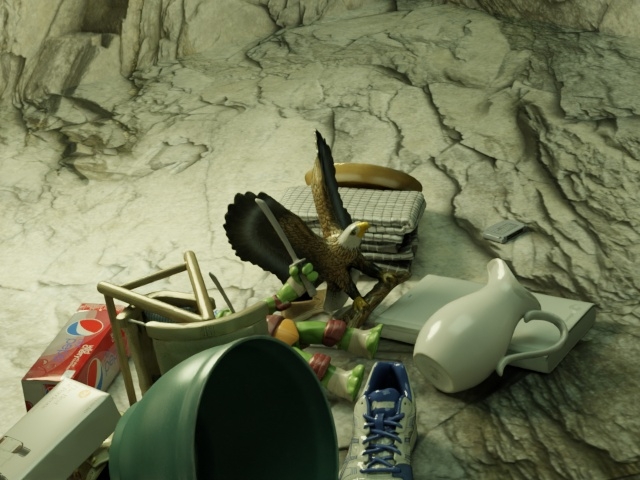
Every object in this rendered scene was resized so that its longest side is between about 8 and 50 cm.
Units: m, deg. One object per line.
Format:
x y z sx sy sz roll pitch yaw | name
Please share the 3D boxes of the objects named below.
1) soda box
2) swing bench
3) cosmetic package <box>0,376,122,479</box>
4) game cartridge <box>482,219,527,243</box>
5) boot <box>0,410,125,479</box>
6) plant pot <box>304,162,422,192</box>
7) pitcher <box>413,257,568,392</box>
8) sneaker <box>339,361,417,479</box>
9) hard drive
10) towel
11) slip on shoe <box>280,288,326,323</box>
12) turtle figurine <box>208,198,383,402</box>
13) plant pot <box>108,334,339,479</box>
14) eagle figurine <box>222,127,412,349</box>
-0.379 0.196 2.089 0.083 0.092 0.263 0 24 13 | soda box
-0.175 0.184 1.865 0.165 0.253 0.255 -21 27 -23 | swing bench
-0.382 0.288 1.760 0.099 0.060 0.239 15 47 36 | cosmetic package
0.354 -0.018 2.554 0.056 0.017 0.083 22 34 40 | game cartridge
-0.344 0.308 1.838 0.213 0.077 0.165 -9 20 -21 | boot
0.084 -0.100 2.626 0.236 0.032 0.236 7 -16 2 | plant pot
0.260 0.151 2.021 0.178 0.125 0.207 37 64 24 | pitcher
0.075 0.272 1.785 0.112 0.131 0.296 -1 25 4 | sneaker
0.273 0.132 2.188 0.308 0.040 0.203 10 27 31 | hard drive
0.052 -0.019 2.485 0.284 0.121 0.235 3 17 7 | towel
-0.017 0.104 2.304 0.135 0.041 0.051 -23 29 -37 | slip on shoe
-0.044 0.119 2.015 0.266 0.274 0.198 20 16 8 | turtle figurine
-0.139 0.274 1.662 0.196 0.293 0.293 -10 17 34 | plant pot
0.007 -0.006 2.193 0.225 0.298 0.226 -43 2 22 | eagle figurine
